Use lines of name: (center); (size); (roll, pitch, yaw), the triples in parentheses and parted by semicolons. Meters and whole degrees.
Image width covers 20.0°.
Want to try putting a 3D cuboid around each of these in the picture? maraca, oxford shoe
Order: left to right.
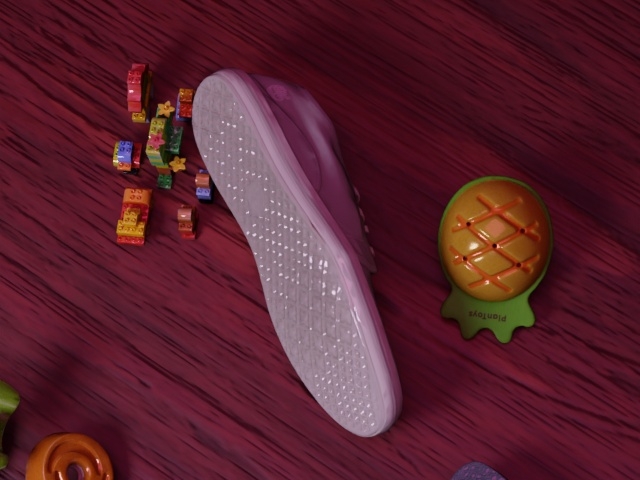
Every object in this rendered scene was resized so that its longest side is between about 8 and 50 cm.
oxford shoe: (0.000, 0.000, 2.005); (0.130, 0.169, 0.449); (-10, 67, -37)
maraca: (0.191, 0.020, 2.003); (0.127, 0.099, 0.185); (6, 97, 9)

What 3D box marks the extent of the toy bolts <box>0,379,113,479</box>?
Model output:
toy bolts: (-0.360, 0.292, 1.960); (0.218, 0.158, 0.228); (27, 58, -28)

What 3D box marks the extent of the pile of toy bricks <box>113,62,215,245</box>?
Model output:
pile of toy bricks: (-0.182, -0.105, 2.070); (0.118, 0.105, 0.212); (4, 71, 6)

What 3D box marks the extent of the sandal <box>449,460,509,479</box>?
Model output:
sandal: (0.209, 0.353, 1.912); (0.097, 0.054, 0.254); (-32, 81, 1)
